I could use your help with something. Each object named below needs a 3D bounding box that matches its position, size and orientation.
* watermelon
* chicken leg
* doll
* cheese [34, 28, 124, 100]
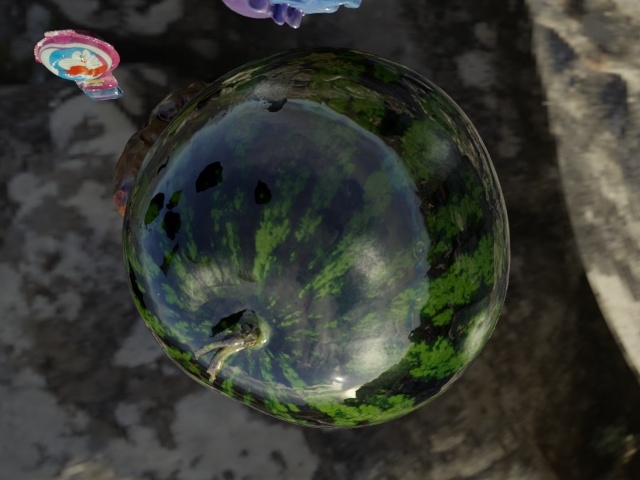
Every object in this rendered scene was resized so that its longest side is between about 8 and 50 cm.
[{"bbox_3d":[0.002,-0.002,1.157,0.269,0.269,0.269,3,96,26],"label":"watermelon"},{"bbox_3d":[-0.122,-0.045,1.653,0.158,0.407,0.096,-5,120,3],"label":"chicken leg"},{"bbox_3d":[-0.028,-0.236,1.577,0.206,0.110,0.067,6,78,47],"label":"doll"},{"bbox_3d":[-0.260,-0.193,1.851,0.095,0.145,0.038,-2,66,16],"label":"cheese"}]
